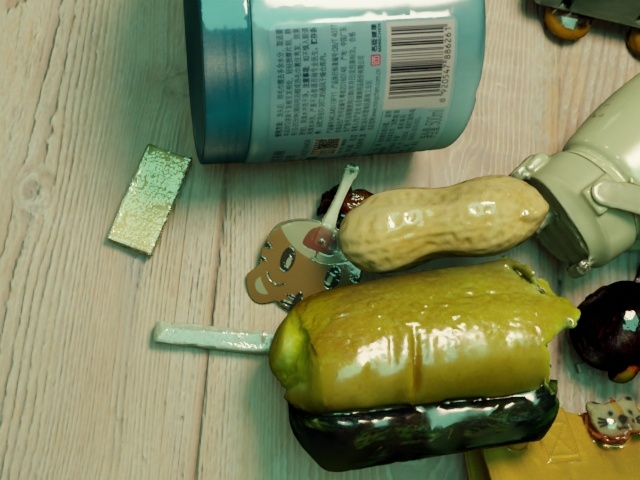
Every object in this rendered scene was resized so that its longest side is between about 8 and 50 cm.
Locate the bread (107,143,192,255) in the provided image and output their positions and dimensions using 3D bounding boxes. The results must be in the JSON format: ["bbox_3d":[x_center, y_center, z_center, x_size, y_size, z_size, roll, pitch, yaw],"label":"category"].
[{"bbox_3d":[-0.234,-0.056,1.275,0.068,0.028,0.154,20,75,-3],"label":"bread"}]

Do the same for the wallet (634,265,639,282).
[{"bbox_3d":[0.505,0.071,1.359,0.088,0.026,0.129,23,75,-2],"label":"wallet"}]

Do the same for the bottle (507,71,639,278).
[{"bbox_3d":[0.434,-0.087,1.292,0.351,0.229,0.229,-37,85,-14],"label":"bottle"}]

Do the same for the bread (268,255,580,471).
[{"bbox_3d":[0.126,0.145,1.166,0.376,0.251,0.208,-8,116,-9],"label":"bread"}]

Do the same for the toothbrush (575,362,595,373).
[{"bbox_3d":[0.459,0.164,1.336,0.194,0.017,0.014,-12,73,-9],"label":"toothbrush"}]

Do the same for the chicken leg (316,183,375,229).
[{"bbox_3d":[0.117,-0.012,1.309,0.253,0.051,0.106,13,71,-8],"label":"chicken leg"}]

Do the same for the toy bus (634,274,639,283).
[{"bbox_3d":[0.500,0.032,1.329,0.130,0.052,0.037,-43,77,-13],"label":"toy bus"}]

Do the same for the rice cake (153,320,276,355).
[{"bbox_3d":[-0.138,0.131,1.245,0.170,0.029,0.033,7,72,-7],"label":"rice cake"}]

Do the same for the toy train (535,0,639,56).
[{"bbox_3d":[0.455,-0.425,1.406,0.369,0.163,0.232,12,67,-6],"label":"toy train"}]

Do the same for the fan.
[{"bbox_3d":[0.000,0.000,1.268,0.152,0.008,0.227,22,93,3],"label":"fan"}]

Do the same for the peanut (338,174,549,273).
[{"bbox_3d":[0.161,-0.022,1.216,0.274,0.125,0.111,-8,100,6],"label":"peanut"}]

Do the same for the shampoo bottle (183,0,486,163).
[{"bbox_3d":[0.003,-0.270,1.206,0.342,0.331,0.331,-4,77,-10],"label":"shampoo bottle"}]

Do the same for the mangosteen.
[{"bbox_3d":[0.423,0.132,1.277,0.137,0.137,0.151,-34,83,-15],"label":"mangosteen"}]

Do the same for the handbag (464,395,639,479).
[{"bbox_3d":[0.400,0.330,1.191,0.401,0.133,0.283,-2,47,-8],"label":"handbag"}]
